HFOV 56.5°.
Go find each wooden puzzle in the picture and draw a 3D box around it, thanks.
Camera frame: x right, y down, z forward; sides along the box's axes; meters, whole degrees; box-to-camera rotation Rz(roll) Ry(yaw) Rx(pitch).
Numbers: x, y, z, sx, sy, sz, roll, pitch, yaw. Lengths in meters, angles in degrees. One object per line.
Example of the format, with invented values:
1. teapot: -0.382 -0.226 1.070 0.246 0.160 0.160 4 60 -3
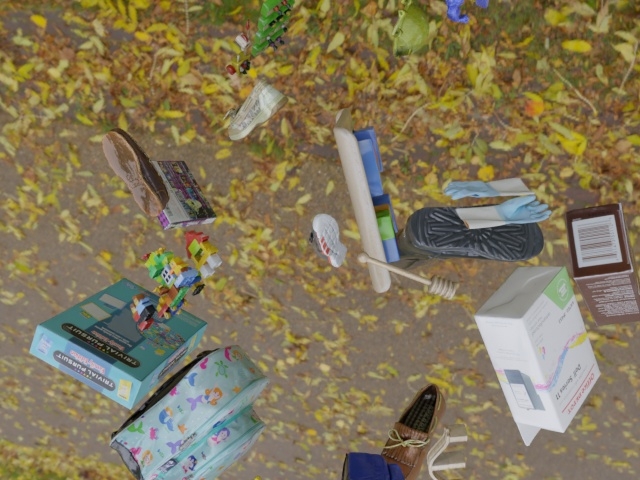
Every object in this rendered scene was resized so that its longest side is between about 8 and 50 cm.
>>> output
1. wooden puzzle: 0.102 -0.102 1.222 0.081 0.348 0.322 -14 107 6

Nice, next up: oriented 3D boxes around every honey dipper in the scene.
1. honey dipper: 0.133 0.053 0.930 0.161 0.030 0.030 19 137 -3

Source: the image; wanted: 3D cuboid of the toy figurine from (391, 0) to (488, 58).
1. toy figurine: 0.308 -0.563 1.294 0.217 0.191 0.362 17 95 7

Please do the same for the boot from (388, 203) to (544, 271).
1. boot: 0.361 0.021 1.702 0.367 0.146 0.445 9 164 -7

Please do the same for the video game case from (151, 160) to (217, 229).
1. video game case: -0.457 -0.148 1.868 0.042 0.210 0.232 -39 77 30

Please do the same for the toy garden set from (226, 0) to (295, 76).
1. toy garden set: -0.141 -0.517 1.503 0.049 0.204 0.244 47 164 -2

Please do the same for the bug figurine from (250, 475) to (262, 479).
1. bug figurine: -0.066 0.523 0.917 0.279 0.072 0.216 47 112 14

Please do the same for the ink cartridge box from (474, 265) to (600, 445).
1. ink cartridge box: 0.480 0.255 1.272 0.119 0.207 0.353 -4 117 50

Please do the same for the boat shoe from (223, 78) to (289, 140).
1. boat shoe: -0.184 -0.349 1.591 0.089 0.104 0.285 48 149 -16

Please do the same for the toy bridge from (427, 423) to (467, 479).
1. toy bridge: 0.215 0.378 1.020 0.063 0.026 0.188 -7 127 3

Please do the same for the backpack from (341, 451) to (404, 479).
1. backpack: 0.078 0.403 0.909 0.101 0.098 0.120 6 100 6

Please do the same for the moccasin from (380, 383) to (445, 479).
1. moccasin: 0.281 0.610 1.843 0.139 0.380 0.147 21 142 35

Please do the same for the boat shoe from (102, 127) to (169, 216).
1. boat shoe: -0.393 -0.152 1.281 0.073 0.073 0.207 -9 122 21

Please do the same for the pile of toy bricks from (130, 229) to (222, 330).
1. pile of toy bricks: -0.275 0.061 1.049 0.105 0.118 0.212 54 131 13

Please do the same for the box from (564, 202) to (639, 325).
1. box: 0.755 0.076 1.567 0.143 0.191 0.381 -10 151 27

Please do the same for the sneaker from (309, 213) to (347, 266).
1. sneaker: 0.000 0.000 1.129 0.065 0.061 0.158 18 154 26

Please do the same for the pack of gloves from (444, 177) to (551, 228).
1. pack of gloves: 0.429 -0.110 1.443 0.232 0.195 0.046 -6 128 -12

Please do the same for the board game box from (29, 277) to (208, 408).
1. board game box: -0.451 0.224 1.388 0.254 0.336 0.079 27 108 6

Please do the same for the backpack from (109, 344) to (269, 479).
1. backpack: -0.204 0.308 1.042 0.191 0.225 0.253 42 93 13
